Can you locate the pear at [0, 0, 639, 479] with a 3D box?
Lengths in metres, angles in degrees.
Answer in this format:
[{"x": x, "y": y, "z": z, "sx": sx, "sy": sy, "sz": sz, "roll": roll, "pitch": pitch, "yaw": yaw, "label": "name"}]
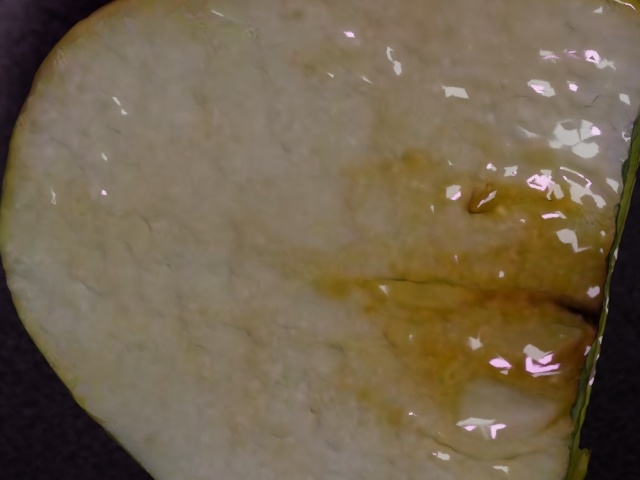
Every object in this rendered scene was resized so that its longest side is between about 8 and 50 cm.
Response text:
[{"x": 0.001, "y": -0.005, "z": 0.769, "sx": 0.239, "sy": 0.139, "sz": 0.288, "roll": 9, "pitch": 121, "yaw": 5, "label": "pear"}]
